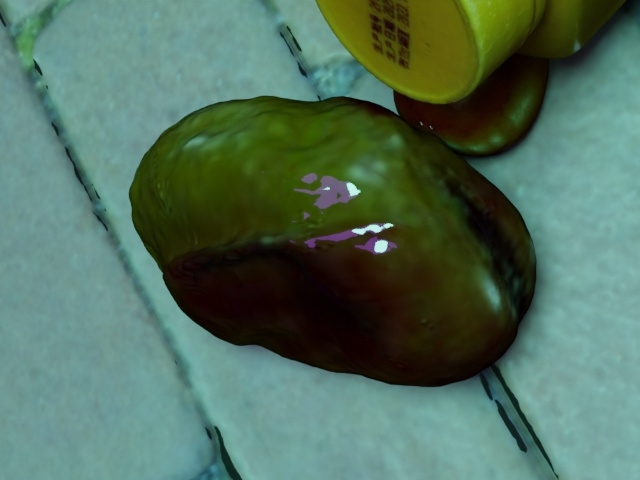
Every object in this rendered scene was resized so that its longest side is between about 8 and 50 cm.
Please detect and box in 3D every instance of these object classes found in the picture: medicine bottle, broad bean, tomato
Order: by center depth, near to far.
[{"bbox_3d":[0.102,-0.170,0.548,0.112,0.149,0.222,37,66,22],"label":"medicine bottle"},{"bbox_3d":[0.002,0.000,0.634,0.228,0.156,0.122,15,49,31],"label":"broad bean"},{"bbox_3d":[0.078,-0.087,0.635,0.087,0.075,0.087,-1,88,21],"label":"tomato"}]
